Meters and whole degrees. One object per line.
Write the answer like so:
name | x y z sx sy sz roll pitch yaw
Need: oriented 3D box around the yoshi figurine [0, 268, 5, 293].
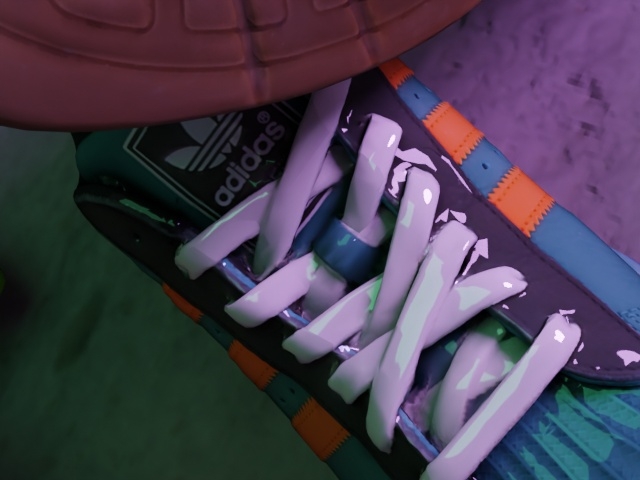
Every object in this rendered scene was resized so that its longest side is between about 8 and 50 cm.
yoshi figurine | -0.227 0.063 0.545 0.362 0.203 0.203 49 142 23

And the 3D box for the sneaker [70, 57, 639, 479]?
sneaker | 0.000 0.000 0.413 0.108 0.121 0.302 -51 52 7

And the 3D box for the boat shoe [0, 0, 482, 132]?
boat shoe | 0.005 -0.138 0.400 0.123 0.123 0.342 14 45 47
